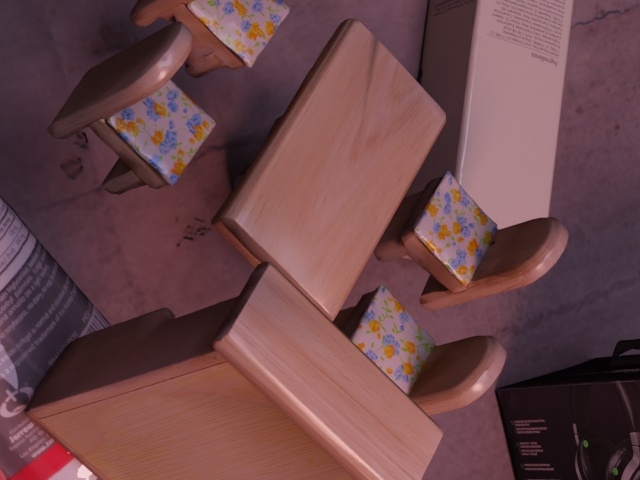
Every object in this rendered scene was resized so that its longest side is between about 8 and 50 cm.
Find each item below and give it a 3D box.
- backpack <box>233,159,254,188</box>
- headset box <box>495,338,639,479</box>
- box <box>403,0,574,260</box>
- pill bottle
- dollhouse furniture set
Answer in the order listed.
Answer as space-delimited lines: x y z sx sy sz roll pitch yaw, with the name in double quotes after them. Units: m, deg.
-0.014 -0.028 1.630 0.084 0.114 0.105 -20 95 -32 "backpack"
0.300 0.229 1.714 0.131 0.246 0.283 -13 90 -31 "headset box"
0.152 -0.110 1.754 0.113 0.094 0.275 16 76 -28 "box"
-0.283 0.049 1.422 0.176 0.176 0.318 -47 108 -27 "pill bottle"
0.000 0.000 1.381 0.362 0.256 0.394 45 54 -21 "dollhouse furniture set"
